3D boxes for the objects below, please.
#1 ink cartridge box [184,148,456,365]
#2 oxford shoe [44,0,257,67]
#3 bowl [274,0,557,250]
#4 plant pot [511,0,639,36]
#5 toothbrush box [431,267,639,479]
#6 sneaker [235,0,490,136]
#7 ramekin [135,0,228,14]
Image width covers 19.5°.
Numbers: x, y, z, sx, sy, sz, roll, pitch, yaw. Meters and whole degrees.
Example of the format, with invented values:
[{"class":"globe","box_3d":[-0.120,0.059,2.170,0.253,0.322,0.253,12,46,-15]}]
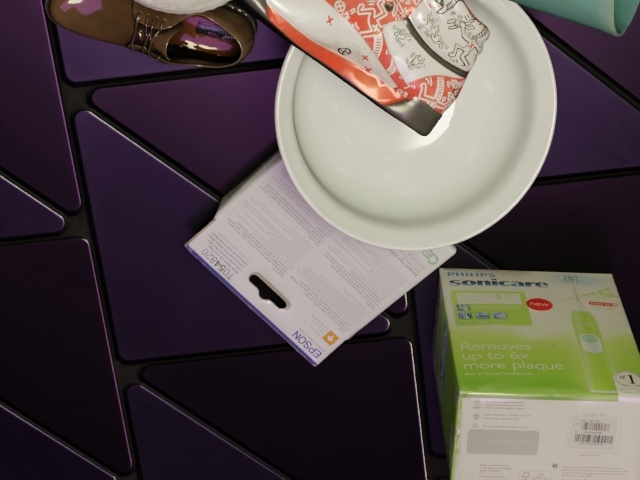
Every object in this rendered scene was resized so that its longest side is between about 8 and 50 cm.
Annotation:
[{"class":"ink cartridge box","box_3d":[0.000,0.000,2.101,0.224,0.045,0.223,-40,109,18]},{"class":"oxford shoe","box_3d":[-0.180,-0.232,1.959,0.227,0.096,0.083,8,118,-3]},{"class":"bowl","box_3d":[0.090,-0.146,1.963,0.297,0.134,0.298,-2,101,-9]},{"class":"plant pot","box_3d":[0.210,-0.367,1.802,0.235,0.293,0.293,15,117,15]},{"class":"toothbrush box","box_3d":[0.237,0.147,2.045,0.206,0.283,0.122,2,115,-2]},{"class":"sneaker","box_3d":[0.040,-0.233,1.825,0.270,0.090,0.145,34,93,-18]},{"class":"ramekin","box_3d":[-0.136,-0.325,1.854,0.207,0.109,0.207,2,117,5]}]
